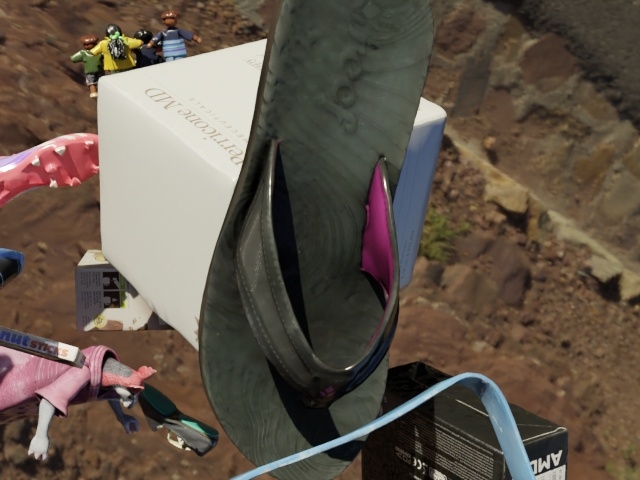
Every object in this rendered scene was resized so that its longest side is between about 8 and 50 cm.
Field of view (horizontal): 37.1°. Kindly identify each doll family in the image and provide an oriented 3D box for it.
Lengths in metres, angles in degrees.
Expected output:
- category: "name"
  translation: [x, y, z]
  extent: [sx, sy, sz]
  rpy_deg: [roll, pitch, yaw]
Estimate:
- category: "doll family"
  translation: [-0.279, -0.286, 1.453]
  extent: [0.193, 0.076, 0.111]
  rpy_deg: [-14, 104, -24]

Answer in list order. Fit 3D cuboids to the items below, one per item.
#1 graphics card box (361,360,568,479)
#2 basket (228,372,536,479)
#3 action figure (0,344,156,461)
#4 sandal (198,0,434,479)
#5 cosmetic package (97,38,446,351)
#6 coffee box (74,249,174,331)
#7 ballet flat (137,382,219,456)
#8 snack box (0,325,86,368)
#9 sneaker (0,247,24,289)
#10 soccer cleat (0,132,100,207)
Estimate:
- category: "graphics card box"
  translation: [0.141, 0.336, 0.997]
  extent: [0.094, 0.232, 0.371]
  rpy_deg: [-11, 106, -30]
- category: "basket"
  translation: [0.076, 0.255, 0.627]
  extent: [0.254, 0.201, 0.289]
  rpy_deg: [-16, 82, -33]
- category: "action figure"
  translation: [-0.462, 0.237, 1.685]
  extent: [0.370, 0.248, 0.276]
  rpy_deg: [-9, 86, 13]
- category: "sandal"
  translation: [-0.002, -0.002, 0.760]
  extent: [0.167, 0.107, 0.446]
  rpy_deg: [3, 102, -15]
- category: "cosmetic package"
  translation: [-0.079, -0.077, 1.431]
  extent: [0.393, 0.329, 0.327]
  rpy_deg: [-22, 135, -36]
- category: "coffee box"
  translation: [-0.277, 0.085, 1.712]
  extent: [0.297, 0.168, 0.119]
  rpy_deg: [-1, 101, -5]
- category: "ballet flat"
  translation: [-0.295, 0.358, 1.873]
  extent: [0.203, 0.074, 0.074]
  rpy_deg: [31, 91, 10]
- category: "snack box"
  translation: [-0.401, 0.131, 1.253]
  extent: [0.178, 0.064, 0.022]
  rpy_deg: [16, 74, 1]
- category: "sneaker"
  translation: [-0.410, 0.049, 1.084]
  extent: [0.081, 0.232, 0.090]
  rpy_deg: [5, 88, 8]
- category: "soccer cleat"
  translation: [-0.440, -0.110, 1.435]
  extent: [0.248, 0.095, 0.083]
  rpy_deg: [-26, 131, -16]
